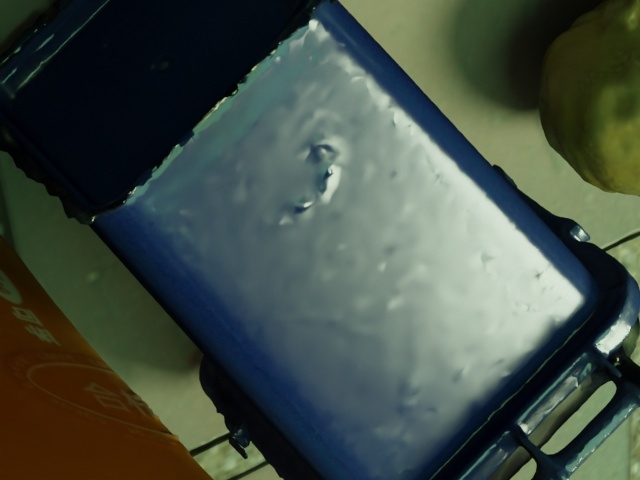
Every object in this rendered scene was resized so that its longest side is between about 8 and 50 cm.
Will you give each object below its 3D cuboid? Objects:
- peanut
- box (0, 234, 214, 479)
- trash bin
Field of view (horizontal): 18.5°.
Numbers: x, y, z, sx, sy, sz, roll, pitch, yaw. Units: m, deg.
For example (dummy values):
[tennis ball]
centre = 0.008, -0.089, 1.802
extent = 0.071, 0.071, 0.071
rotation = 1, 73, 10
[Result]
[peanut]
centre = 0.210, -0.083, 0.890
extent = 0.263, 0.101, 0.117
rotation = -9, 145, -34
[box]
centre = -0.208, 0.081, 0.592
extent = 0.341, 0.225, 0.143
rotation = 13, 110, -43
[trash bin]
centre = 0.000, 0.000, 0.737
extent = 0.162, 0.184, 0.234
rotation = -45, 131, -4
